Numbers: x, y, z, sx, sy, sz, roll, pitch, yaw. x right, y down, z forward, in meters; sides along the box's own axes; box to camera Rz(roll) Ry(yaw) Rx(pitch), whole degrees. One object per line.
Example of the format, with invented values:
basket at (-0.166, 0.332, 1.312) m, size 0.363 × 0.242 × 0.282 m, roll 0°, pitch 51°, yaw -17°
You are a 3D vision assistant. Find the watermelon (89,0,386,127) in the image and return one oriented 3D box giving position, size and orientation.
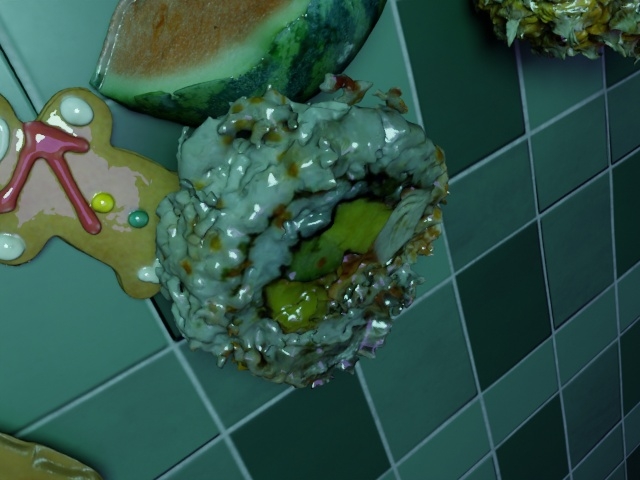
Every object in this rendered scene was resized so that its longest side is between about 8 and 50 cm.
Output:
watermelon at (-0.042, -0.255, 0.545) m, size 0.319 × 0.222 × 0.292 m, roll 12°, pitch 93°, yaw -33°

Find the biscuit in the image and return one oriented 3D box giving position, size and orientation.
biscuit at (-0.285, -0.058, 0.552) m, size 0.340 × 0.047 × 0.216 m, roll 34°, pitch 84°, yaw -34°

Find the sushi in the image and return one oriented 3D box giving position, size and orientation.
sushi at (-0.001, -0.003, 0.618) m, size 0.417 × 0.176 × 0.417 m, roll -22°, pitch 135°, yaw -24°

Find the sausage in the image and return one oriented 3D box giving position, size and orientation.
sausage at (-0.361, 0.303, 0.564) m, size 0.136 × 0.120 × 0.241 m, roll -46°, pitch 123°, yaw 1°

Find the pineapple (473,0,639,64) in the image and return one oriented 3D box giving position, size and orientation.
pineapple at (0.383, -0.415, 0.681) m, size 0.300 × 0.352 × 0.352 m, roll -14°, pitch 111°, yaw -23°
